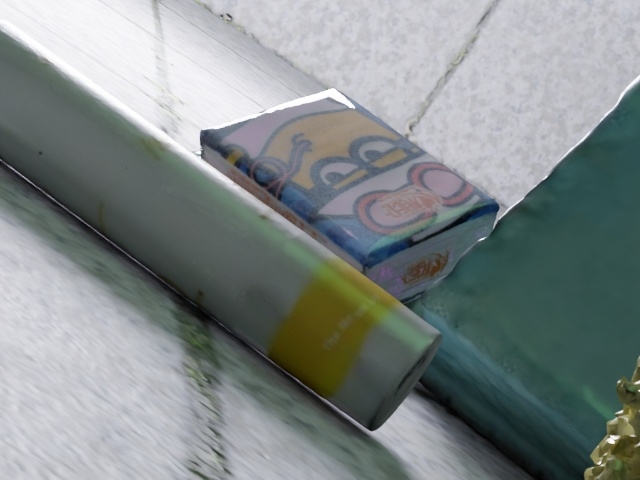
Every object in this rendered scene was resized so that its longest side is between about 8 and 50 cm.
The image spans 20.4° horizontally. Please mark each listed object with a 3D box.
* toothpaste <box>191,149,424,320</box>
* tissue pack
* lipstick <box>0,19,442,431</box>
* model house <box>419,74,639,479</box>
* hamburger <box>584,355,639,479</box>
[{"bbox_3d":[0.000,0.000,1.139,0.233,0.038,0.060,35,20,29],"label":"toothpaste"},{"bbox_3d":[0.014,-0.023,1.086,0.115,0.065,0.155,-22,47,-35],"label":"tissue pack"},{"bbox_3d":[-0.065,-0.010,0.831,0.264,0.059,0.059,36,7,11],"label":"lipstick"},{"bbox_3d":[0.226,0.091,0.999,0.280,0.230,0.249,40,-15,25],"label":"model house"},{"bbox_3d":[0.192,0.102,0.542,0.243,0.261,0.139,33,-27,37],"label":"hamburger"}]
